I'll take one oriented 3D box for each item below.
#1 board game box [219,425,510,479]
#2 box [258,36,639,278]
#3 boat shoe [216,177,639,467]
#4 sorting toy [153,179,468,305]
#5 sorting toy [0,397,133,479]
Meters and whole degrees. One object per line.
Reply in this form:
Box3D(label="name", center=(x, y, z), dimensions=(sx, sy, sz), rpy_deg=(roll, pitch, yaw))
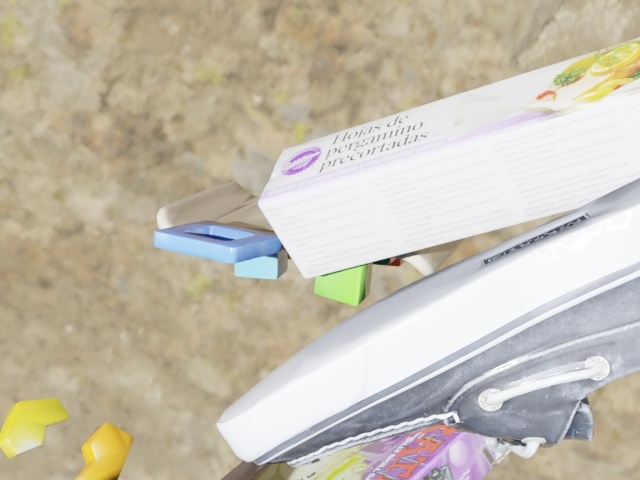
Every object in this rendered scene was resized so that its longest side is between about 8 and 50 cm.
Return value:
Box3D(label="board game box", center=(0.031, 0.169, 1.110), dimensions=(0.208, 0.347, 0.056), rpy_deg=(0, 118, 49))
Box3D(label="box", center=(0.119, -0.054, 0.827), dimensions=(0.324, 0.063, 0.067), rpy_deg=(-16, 121, 29))
Box3D(label="boat shoe", center=(0.097, 0.056, 0.707), dimensions=(0.301, 0.108, 0.102), rpy_deg=(-27, 95, 9))
Box3D(label="sorting toy", center=(0.000, 0.000, 1.068), dimensions=(0.196, 0.348, 0.047), rpy_deg=(8, 102, 13))
Box3D(label="sorting toy", center=(-0.253, 0.247, 1.138), dimensions=(0.229, 0.307, 0.041), rpy_deg=(35, 142, -23))
